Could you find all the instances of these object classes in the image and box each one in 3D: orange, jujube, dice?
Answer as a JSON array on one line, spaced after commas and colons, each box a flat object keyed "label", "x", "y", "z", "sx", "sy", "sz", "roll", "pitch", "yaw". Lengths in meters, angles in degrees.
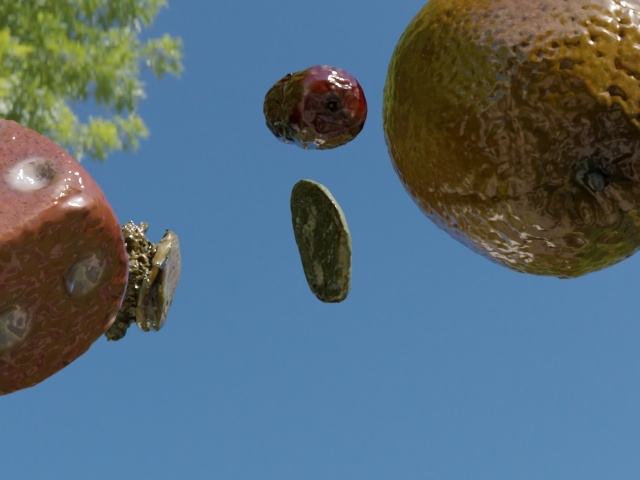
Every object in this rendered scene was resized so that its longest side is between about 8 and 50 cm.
[{"label": "orange", "x": 0.223, "y": -0.120, "z": 1.292, "sx": 0.322, "sy": 0.357, "sz": 0.322, "roll": -1, "pitch": -64, "yaw": -3}, {"label": "jujube", "x": -0.008, "y": -0.113, "z": 1.162, "sx": 0.077, "sy": 0.129, "sz": 0.077, "roll": 1, "pitch": -93, "yaw": -24}, {"label": "dice", "x": -0.284, "y": 0.016, "z": 1.124, "sx": 0.179, "sy": 0.174, "sz": 0.175, "roll": -38, "pitch": -37, "yaw": -34}]

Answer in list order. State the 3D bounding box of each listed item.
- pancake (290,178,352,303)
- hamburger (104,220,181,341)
[{"label": "pancake", "x": 0.000, "y": 0.001, "z": 1.067, "sx": 0.017, "sy": 0.108, "sz": 0.108, "roll": -13, "pitch": -47, "yaw": -20}, {"label": "hamburger", "x": -0.268, "y": 0.061, "z": 1.825, "sx": 0.131, "sy": 0.185, "sz": 0.159, "roll": 8, "pitch": -35, "yaw": 1}]
